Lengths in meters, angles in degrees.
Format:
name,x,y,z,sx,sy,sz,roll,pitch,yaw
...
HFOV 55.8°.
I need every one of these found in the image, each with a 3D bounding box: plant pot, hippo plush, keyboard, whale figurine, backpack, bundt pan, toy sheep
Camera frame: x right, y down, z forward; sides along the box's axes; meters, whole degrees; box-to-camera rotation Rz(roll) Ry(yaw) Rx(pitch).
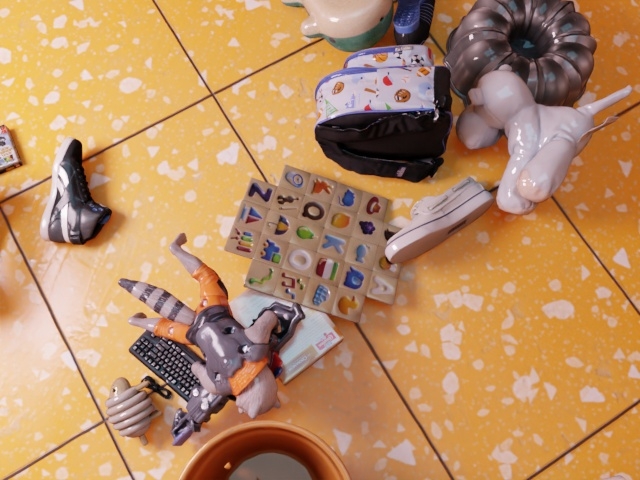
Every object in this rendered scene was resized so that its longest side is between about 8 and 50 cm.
name,x,y,z,sx,sy,sz,roll,pitch,yaw
plant pot,-0.087,0.447,1.001,0.291,0.203,0.290,0,74,-1
hippo plush,0.373,-0.206,1.161,0.237,0.294,0.234,38,55,5
keyboard,-0.285,0.248,1.148,0.180,0.023,0.108,38,76,10
whale figurine,0.038,-0.512,1.341,0.272,0.141,0.216,31,75,33
backpack,0.117,-0.255,1.193,0.264,0.276,0.213,-6,69,4
bundt pan,0.441,-0.415,1.310,0.331,0.124,0.330,0,74,-1
toy sheep,-0.342,0.310,1.097,0.091,0.091,0.132,-26,87,-9

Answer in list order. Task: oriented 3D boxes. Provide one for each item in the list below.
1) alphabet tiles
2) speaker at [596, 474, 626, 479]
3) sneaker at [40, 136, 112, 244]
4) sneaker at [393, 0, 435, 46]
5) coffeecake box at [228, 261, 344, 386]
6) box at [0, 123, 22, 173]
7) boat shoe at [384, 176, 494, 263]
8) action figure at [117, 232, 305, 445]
name,x,y,z,sx,sy,sz,roll,pitch,yaw
alphabet tiles,0.000,0.000,1.188,0.343,0.011,0.285,18,62,-5
speaker,0.485,0.465,1.088,0.136,0.055,0.055,-11,74,-5
sneaker,-0.476,-0.095,1.221,0.121,0.079,0.216,9,82,-2
sneaker,0.212,-0.500,1.356,0.081,0.090,0.232,8,50,22
coffeecake box,-0.068,0.159,1.155,0.142,0.068,0.185,-36,78,-12
box,-0.705,-0.174,1.258,0.137,0.027,0.094,-24,77,-8
boat shoe,0.225,-0.048,1.207,0.268,0.096,0.088,-31,67,-16
action figure,-0.211,0.199,1.044,0.330,0.178,0.341,37,92,21
